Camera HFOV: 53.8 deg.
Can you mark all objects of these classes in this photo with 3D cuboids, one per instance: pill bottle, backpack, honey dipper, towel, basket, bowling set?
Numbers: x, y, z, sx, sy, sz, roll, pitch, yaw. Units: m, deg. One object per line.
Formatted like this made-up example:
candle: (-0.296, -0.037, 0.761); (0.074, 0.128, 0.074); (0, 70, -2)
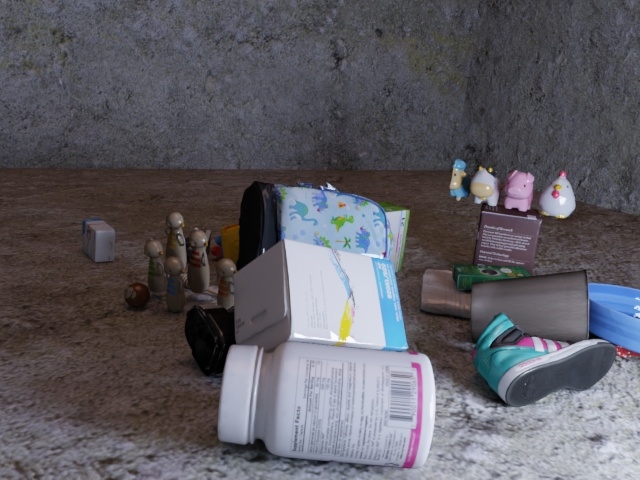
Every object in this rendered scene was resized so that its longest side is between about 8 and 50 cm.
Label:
pill bottle: (0.007, 0.226, 0.889); (0.283, 0.160, 0.160); (6, 14, 0)
backpack: (0.000, 0.000, 1.552); (0.355, 0.290, 0.273); (14, -23, -28)
honey dipper: (-0.266, 0.115, 1.481); (0.160, 0.030, 0.030); (18, 18, 30)
towel: (0.351, 0.132, 1.610); (0.187, 0.049, 0.282); (7, 15, 9)
basket: (0.435, 0.156, 1.326); (0.227, 0.204, 0.154); (0, 29, 18)
bowling set: (-0.324, 0.063, 1.373); (0.200, 0.154, 0.287); (-20, 35, -40)

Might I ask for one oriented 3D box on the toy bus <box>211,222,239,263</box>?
toy bus: (-0.188, 0.005, 1.756); (0.211, 0.149, 0.220); (-5, 6, 26)

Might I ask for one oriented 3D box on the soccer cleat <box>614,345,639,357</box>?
soccer cleat: (0.667, 0.238, 1.369); (0.083, 0.029, 0.035); (5, 5, -14)

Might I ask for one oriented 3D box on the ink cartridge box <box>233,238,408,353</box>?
ink cartridge box: (-0.006, 0.120, 1.064); (0.232, 0.168, 0.171); (12, -31, -34)

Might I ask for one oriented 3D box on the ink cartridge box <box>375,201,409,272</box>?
ink cartridge box: (0.114, 0.004, 1.735); (0.255, 0.189, 0.097); (-9, 22, -40)

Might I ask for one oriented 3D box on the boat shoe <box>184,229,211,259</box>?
boat shoe: (-0.355, 0.009, 1.777); (0.083, 0.065, 0.183); (6, 15, -6)

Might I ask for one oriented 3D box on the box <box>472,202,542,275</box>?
box: (0.539, 0.010, 1.842); (0.167, 0.203, 0.168); (9, 14, 14)

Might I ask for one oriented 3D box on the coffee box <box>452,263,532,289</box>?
coffee box: (0.428, 0.094, 1.583); (0.184, 0.040, 0.113); (2, 13, 3)

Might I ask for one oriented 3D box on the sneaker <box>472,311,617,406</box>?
sneaker: (0.403, 0.211, 1.199); (0.295, 0.124, 0.178); (-4, 27, -30)

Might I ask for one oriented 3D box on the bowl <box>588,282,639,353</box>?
bowl: (0.769, 0.192, 1.418); (0.391, 0.077, 0.391); (11, 11, -2)

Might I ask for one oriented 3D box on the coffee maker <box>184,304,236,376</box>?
coffee maker: (-0.129, 0.171, 1.132); (0.178, 0.120, 0.171); (-9, 22, -42)

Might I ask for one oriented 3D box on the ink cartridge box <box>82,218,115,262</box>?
ink cartridge box: (-0.591, -0.001, 1.678); (0.052, 0.088, 0.122); (-5, 18, -37)

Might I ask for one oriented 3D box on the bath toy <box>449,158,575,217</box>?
bath toy: (0.555, -0.153, 1.817); (0.348, 0.129, 0.151); (12, 16, 25)
